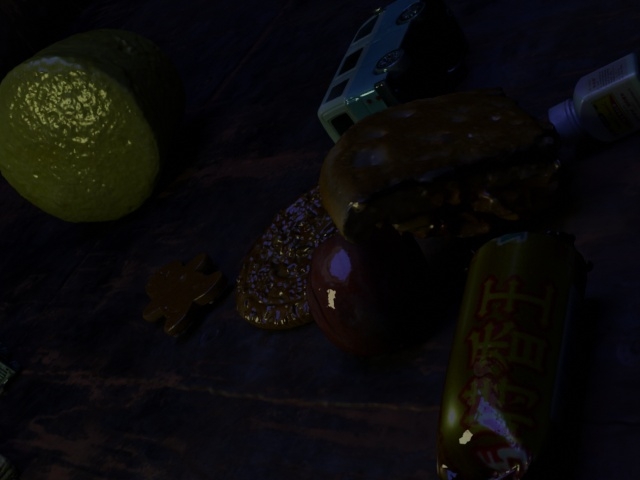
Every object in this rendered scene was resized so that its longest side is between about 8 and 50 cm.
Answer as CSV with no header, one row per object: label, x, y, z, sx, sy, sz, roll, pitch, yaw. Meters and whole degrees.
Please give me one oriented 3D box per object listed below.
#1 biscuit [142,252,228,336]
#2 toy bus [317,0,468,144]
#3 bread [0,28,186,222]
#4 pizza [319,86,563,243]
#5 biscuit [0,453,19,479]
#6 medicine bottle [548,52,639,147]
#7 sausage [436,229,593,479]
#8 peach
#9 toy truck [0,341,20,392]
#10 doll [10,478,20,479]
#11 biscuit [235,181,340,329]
biscuit,-0.212,0.077,1.660,0.138,0.031,0.205,-47,28,-12
toy bus,0.106,-0.242,1.593,0.164,0.133,0.271,-17,34,36
bread,-0.428,-0.234,2.090,0.348,0.348,0.308,-24,21,30
pizza,0.153,-0.093,1.272,0.277,0.114,0.409,10,31,22
biscuit,-0.562,0.368,1.669,0.150,0.052,0.252,-52,29,-17
medicine bottle,0.328,-0.155,1.256,0.118,0.074,0.055,-24,33,29
sausage,0.167,0.133,1.001,0.125,0.117,0.317,-13,38,33
peach,0.058,0.065,1.245,0.152,0.152,0.152,-31,29,20
toy truck,-0.604,0.224,1.901,0.115,0.080,0.177,-53,28,-10
doll,-0.442,0.417,1.428,0.285,0.091,0.203,14,71,46
biscuit,0.000,0.000,1.492,0.305,0.038,0.305,-31,30,20
